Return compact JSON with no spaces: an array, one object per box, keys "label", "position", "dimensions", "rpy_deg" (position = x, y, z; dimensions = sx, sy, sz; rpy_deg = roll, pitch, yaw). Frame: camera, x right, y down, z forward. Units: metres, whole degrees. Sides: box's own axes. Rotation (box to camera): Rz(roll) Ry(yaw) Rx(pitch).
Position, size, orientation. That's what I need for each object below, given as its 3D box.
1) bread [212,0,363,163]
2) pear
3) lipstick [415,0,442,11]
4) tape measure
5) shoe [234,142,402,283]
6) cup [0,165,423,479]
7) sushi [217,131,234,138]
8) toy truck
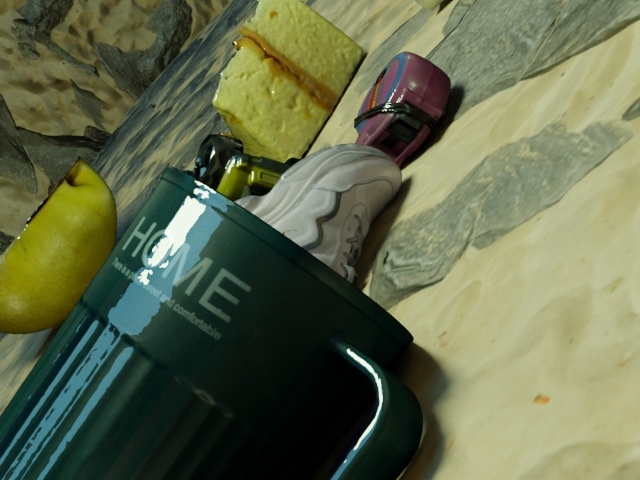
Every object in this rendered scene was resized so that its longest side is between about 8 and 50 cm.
[{"label":"bread","position":[-0.071,-0.230,1.775],"dimensions":[0.135,0.178,0.240],"rpy_deg":[-24,33,56]},{"label":"pear","position":[-0.515,0.039,2.393],"dimensions":[0.386,0.191,0.340],"rpy_deg":[-42,15,32]},{"label":"lipstick","position":[0.205,-0.395,1.551],"dimensions":[0.253,0.079,0.077],"rpy_deg":[-42,22,37]},{"label":"tape measure","position":[0.086,-0.139,1.330],"dimensions":[0.125,0.074,0.118],"rpy_deg":[-42,23,47]},{"label":"shoe","position":[0.000,0.000,1.213],"dimensions":[0.245,0.137,0.095],"rpy_deg":[-29,-27,-25]},{"label":"cup","position":[-0.082,0.144,0.968],"dimensions":[0.292,0.308,0.242],"rpy_deg":[-54,-16,-5]},{"label":"sushi","position":[-0.159,-0.149,2.055],"dimensions":[0.118,0.061,0.060],"rpy_deg":[-37,33,45]},{"label":"toy truck","position":[-0.103,-0.017,1.498],"dimensions":[0.224,0.147,0.165],"rpy_deg":[-33,47,56]}]
